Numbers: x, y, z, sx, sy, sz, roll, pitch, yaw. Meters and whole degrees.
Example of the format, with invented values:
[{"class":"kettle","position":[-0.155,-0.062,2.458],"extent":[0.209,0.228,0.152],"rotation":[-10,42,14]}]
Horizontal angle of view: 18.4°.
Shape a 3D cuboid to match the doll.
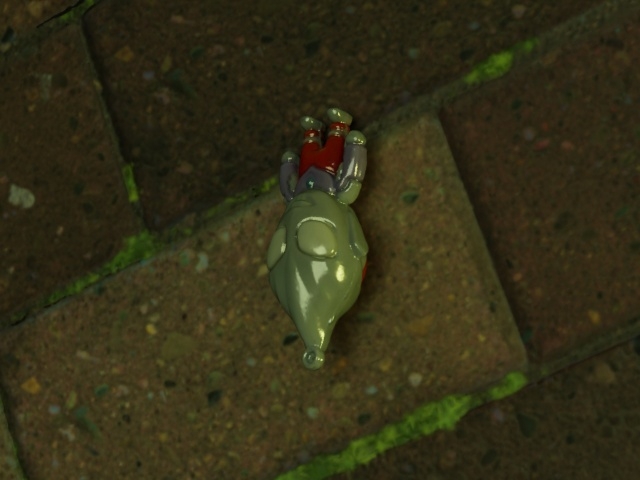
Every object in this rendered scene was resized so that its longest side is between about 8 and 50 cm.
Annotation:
[{"class":"doll","position":[0.000,0.000,1.671],"extent":[0.102,0.075,0.227],"rotation":[-13,65,43]}]
